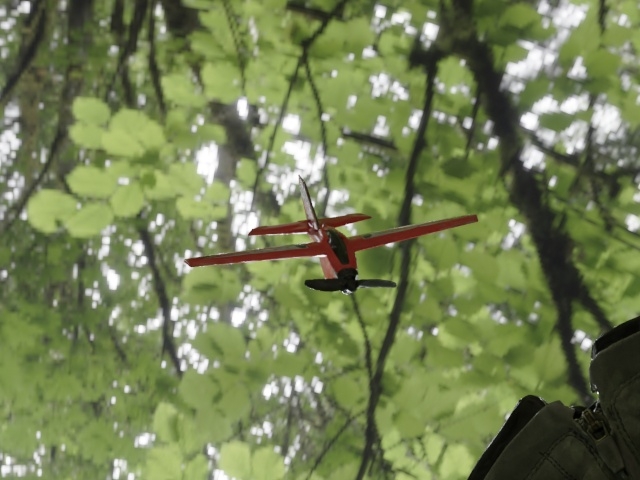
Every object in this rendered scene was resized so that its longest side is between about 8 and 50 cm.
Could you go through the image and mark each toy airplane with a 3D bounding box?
[{"bbox_3d":[0.000,0.000,0.673,0.151,0.028,0.151,-5,-159,2],"label":"toy airplane"}]

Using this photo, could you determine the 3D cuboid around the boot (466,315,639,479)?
[{"bbox_3d":[0.105,0.152,0.485,0.161,0.246,0.083,45,-170,29],"label":"boot"}]
